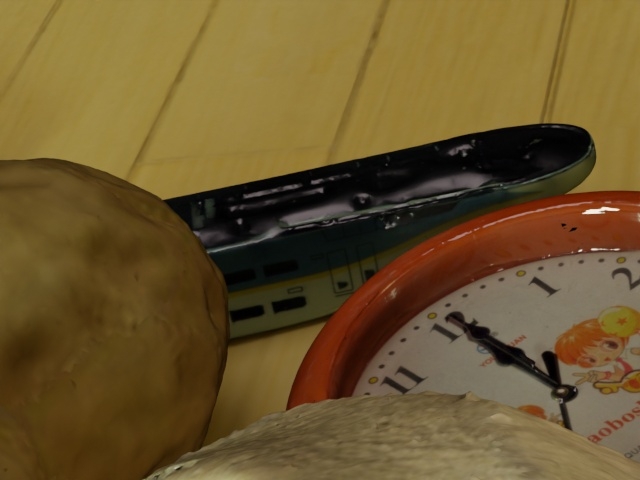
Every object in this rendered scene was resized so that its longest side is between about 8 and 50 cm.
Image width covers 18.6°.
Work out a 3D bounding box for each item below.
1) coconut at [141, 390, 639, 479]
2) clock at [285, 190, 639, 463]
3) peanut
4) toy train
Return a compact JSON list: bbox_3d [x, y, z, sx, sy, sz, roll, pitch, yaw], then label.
[{"bbox_3d":[0.041,0.154,0.425,0.224,0.234,0.224,-32,39,30],"label":"coconut"},{"bbox_3d":[0.086,0.055,0.686,0.205,0.051,0.205,-12,34,8],"label":"clock"},{"bbox_3d":[-0.153,0.099,0.617,0.192,0.169,0.387,9,40,24],"label":"peanut"},{"bbox_3d":[0.000,0.000,0.804,0.234,0.051,0.052,-12,34,-1],"label":"toy train"}]
